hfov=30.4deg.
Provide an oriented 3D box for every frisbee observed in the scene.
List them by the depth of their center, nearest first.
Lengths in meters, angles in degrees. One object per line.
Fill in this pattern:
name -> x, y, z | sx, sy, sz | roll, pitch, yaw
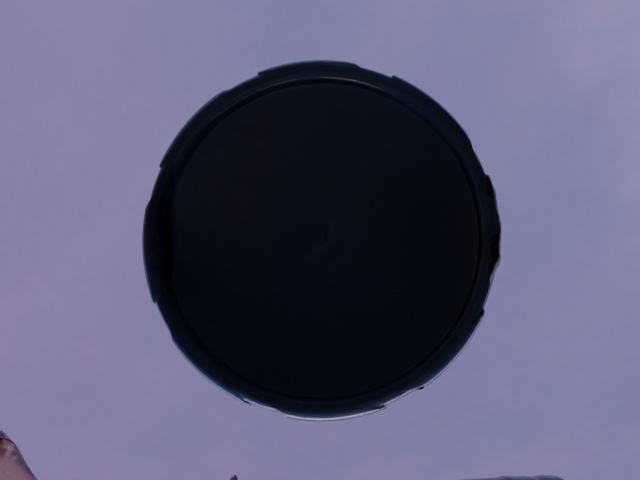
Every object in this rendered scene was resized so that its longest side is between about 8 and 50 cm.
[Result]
frisbee -> 0.000, 0.000, 0.796 | 0.242, 0.045, 0.242 | 0, -94, 8

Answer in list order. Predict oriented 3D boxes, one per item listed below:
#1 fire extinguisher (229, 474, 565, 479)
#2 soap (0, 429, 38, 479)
fire extinguisher -> 0.035, 0.227, 0.911 | 0.344, 0.102, 0.138 | 1, -55, -15
soap -> -0.319, 0.168, 0.737 | 0.360, 0.233, 0.128 | 18, -128, 29
